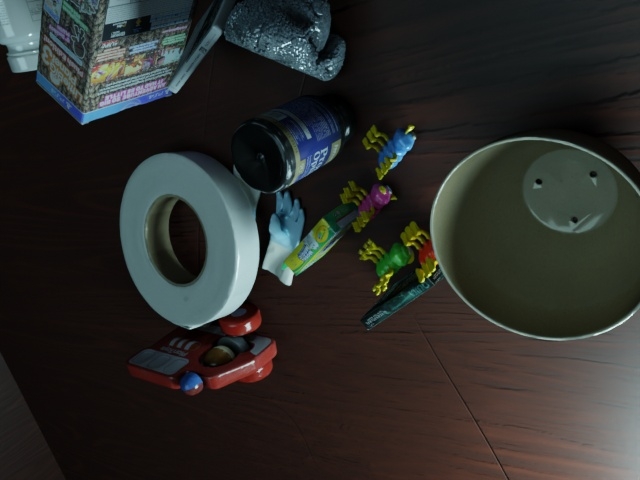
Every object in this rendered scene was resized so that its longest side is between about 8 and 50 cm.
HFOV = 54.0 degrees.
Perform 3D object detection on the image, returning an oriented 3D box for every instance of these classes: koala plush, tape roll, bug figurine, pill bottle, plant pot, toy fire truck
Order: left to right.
[{"bbox_3d":[-0.681,-0.505,1.416,0.131,0.131,0.229,9,121,34],"label":"pill bottle"},{"bbox_3d":[-0.299,-0.002,1.393,0.392,0.072,0.391,9,106,35],"label":"tape roll"},{"bbox_3d":[-0.267,0.267,1.463,0.302,0.254,0.169,8,120,35],"label":"toy fire truck"},{"bbox_3d":[-0.036,-0.383,0.961,0.196,0.203,0.221,25,104,5],"label":"koala plush"},{"bbox_3d":[-0.036,-0.171,1.044,0.123,0.219,0.122,20,126,29],"label":"pill bottle"},{"bbox_3d":[0.130,-0.045,1.045,0.216,0.072,0.278,-48,53,48],"label":"bug figurine"},{"bbox_3d":[0.319,-0.033,0.863,0.284,0.191,0.284,17,123,27],"label":"plant pot"}]

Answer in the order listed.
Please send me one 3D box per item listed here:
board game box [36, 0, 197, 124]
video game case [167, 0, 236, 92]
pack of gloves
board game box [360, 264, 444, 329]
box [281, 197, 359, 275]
[{"bbox_3d":[-0.377,-0.398,1.171,0.141,0.232,0.291,42,133,12],"label":"board game box"},{"bbox_3d":[-0.194,-0.368,1.089,0.022,0.190,0.173,30,140,-23],"label":"video game case"},{"bbox_3d":[-0.132,-0.029,1.328,0.195,0.046,0.232,30,130,20],"label":"pack of gloves"},{"bbox_3d":[0.160,0.080,1.106,0.026,0.126,0.186,49,135,2],"label":"board game box"},{"bbox_3d":[0.000,0.000,1.199,0.043,0.105,0.179,50,135,5],"label":"box"}]
